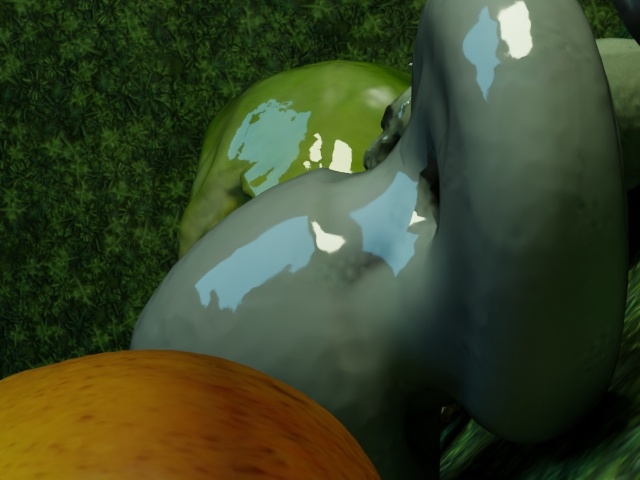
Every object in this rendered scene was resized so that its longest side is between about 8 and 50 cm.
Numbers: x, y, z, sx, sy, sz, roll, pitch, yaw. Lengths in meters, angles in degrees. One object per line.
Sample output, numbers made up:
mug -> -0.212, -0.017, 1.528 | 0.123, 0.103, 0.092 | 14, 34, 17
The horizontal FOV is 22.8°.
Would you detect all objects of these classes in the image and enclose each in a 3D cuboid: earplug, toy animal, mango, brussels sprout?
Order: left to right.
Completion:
mango -> -0.074, 0.147, 0.408 | 0.350, 0.201, 0.199 | -71, -6, -70
brussels sprout -> 0.000, 0.000, 1.346 | 0.344, 0.268, 0.344 | -54, -1, -1
earplug -> 0.034, 0.017, 0.725 | 0.325, 0.175, 0.214 | -51, 35, 40
toy animal -> 0.126, -0.055, 0.876 | 0.121, 0.225, 0.094 | 109, 153, -44

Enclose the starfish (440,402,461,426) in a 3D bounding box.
starfish -> 0.076, 0.081, 0.987 | 0.247, 0.050, 0.138 | -43, -3, -29

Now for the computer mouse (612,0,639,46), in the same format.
computer mouse -> 0.218, -0.154, 0.553 | 0.389, 0.199, 0.115 | 121, 168, -57
